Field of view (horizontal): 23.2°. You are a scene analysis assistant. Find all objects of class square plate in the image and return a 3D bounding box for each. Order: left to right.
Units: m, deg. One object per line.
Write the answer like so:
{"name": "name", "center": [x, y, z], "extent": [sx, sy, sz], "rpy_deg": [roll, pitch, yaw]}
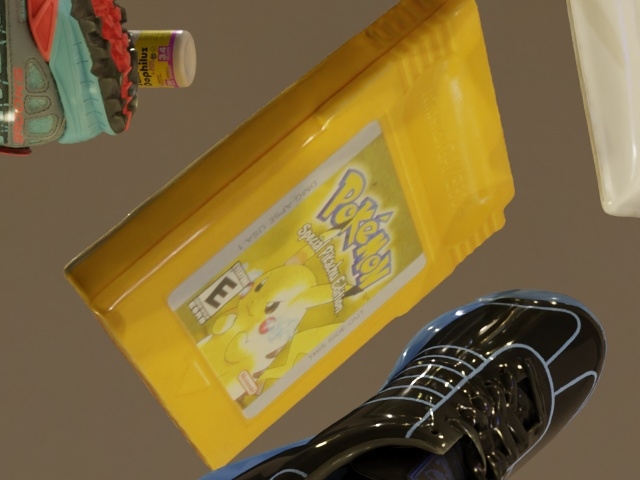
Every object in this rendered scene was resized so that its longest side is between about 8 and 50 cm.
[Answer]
{"name": "square plate", "center": [0.256, -0.187, 1.269], "extent": [0.049, 0.347, 0.344], "rpy_deg": [-9, -94, 21]}

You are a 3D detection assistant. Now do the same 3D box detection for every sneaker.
{"name": "sneaker", "center": [-0.186, -0.168, 0.804], "extent": [0.125, 0.104, 0.261], "rpy_deg": [-15, -82, 6]}
{"name": "sneaker", "center": [0.049, 0.090, 0.644], "extent": [0.232, 0.081, 0.090], "rpy_deg": [-30, -165, -28]}

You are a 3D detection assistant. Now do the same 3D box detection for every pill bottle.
{"name": "pill bottle", "center": [-0.139, -0.137, 1.177], "extent": [0.083, 0.043, 0.043], "rpy_deg": [1, -118, 11]}

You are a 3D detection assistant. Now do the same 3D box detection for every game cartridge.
{"name": "game cartridge", "center": [0.000, 0.000, 1.113], "extent": [0.324, 0.285, 0.052], "rpy_deg": [-39, -121, -9]}
